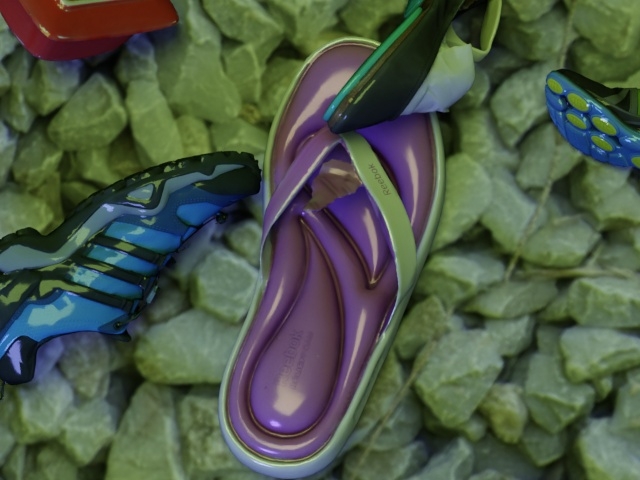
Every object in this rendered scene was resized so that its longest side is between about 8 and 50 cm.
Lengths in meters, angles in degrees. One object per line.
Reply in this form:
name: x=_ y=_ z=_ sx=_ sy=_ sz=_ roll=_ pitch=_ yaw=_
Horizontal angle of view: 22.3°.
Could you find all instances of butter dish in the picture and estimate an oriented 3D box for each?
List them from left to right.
butter dish: x=-0.243 y=-0.224 z=1.518 sx=0.160 sy=0.118 sz=0.160 roll=-16 pitch=64 yaw=-44

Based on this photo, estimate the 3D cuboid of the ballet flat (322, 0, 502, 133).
ballet flat: x=0.103 y=-0.180 z=1.448 sx=0.096 sy=0.095 sz=0.280 roll=35 pitch=57 yaw=-5

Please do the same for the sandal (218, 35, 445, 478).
sandal: x=0.015 y=0.002 z=1.422 sx=0.169 sy=0.102 sz=0.416 roll=8 pitch=72 yaw=6

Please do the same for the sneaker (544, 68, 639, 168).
sneaker: x=0.290 y=-0.108 z=1.461 sx=0.188 sy=0.067 sz=0.078 roll=22 pitch=55 yaw=13

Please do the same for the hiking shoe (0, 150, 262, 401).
hiking shoe: x=-0.180 y=0.020 z=1.450 sx=0.304 sy=0.113 sz=0.132 roll=-26 pitch=96 yaw=-4
